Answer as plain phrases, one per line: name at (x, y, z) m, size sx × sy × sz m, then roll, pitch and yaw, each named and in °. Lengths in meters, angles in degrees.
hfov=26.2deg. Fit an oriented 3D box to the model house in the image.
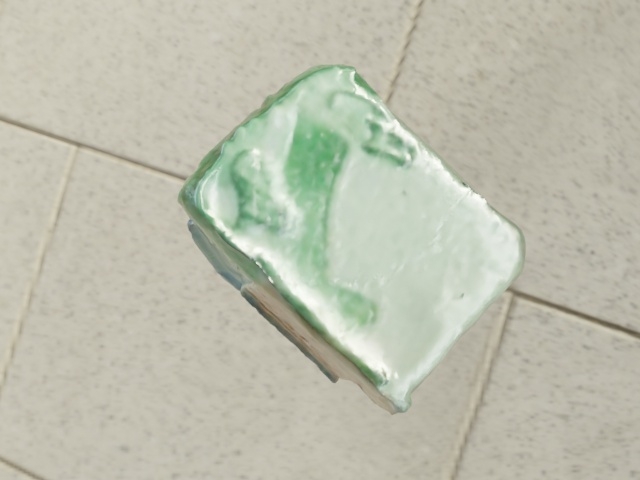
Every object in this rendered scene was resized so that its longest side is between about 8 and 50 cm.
model house at (0.000, 0.000, 1.293) m, size 0.267 × 0.325 × 0.194 m, roll 44°, pitch 77°, yaw -6°
